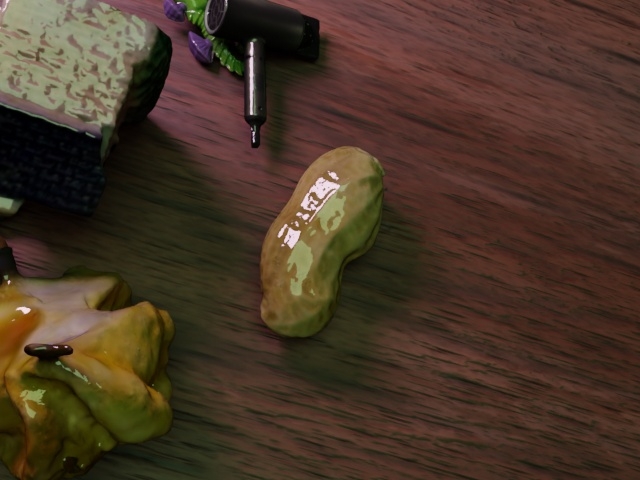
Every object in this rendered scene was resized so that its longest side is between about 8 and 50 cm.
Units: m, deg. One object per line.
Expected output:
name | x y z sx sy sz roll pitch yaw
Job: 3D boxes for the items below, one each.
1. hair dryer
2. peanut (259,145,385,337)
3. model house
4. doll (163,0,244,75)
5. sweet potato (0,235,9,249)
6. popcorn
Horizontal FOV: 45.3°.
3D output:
hair dryer | -0.082 -0.261 1.216 0.196 0.078 0.248 7 78 -33
peanut | 0.000 0.000 1.123 0.147 0.147 0.305 31 70 0
model house | -0.366 -0.151 1.016 0.243 0.298 0.284 23 73 -17
doll | -0.173 -0.346 1.249 0.115 0.050 0.190 -34 89 -29
sweet potato | -0.480 -0.025 1.025 0.051 0.065 0.218 -44 129 -19
popcorn | -0.329 0.166 0.950 0.298 0.280 0.315 -4 33 -8
